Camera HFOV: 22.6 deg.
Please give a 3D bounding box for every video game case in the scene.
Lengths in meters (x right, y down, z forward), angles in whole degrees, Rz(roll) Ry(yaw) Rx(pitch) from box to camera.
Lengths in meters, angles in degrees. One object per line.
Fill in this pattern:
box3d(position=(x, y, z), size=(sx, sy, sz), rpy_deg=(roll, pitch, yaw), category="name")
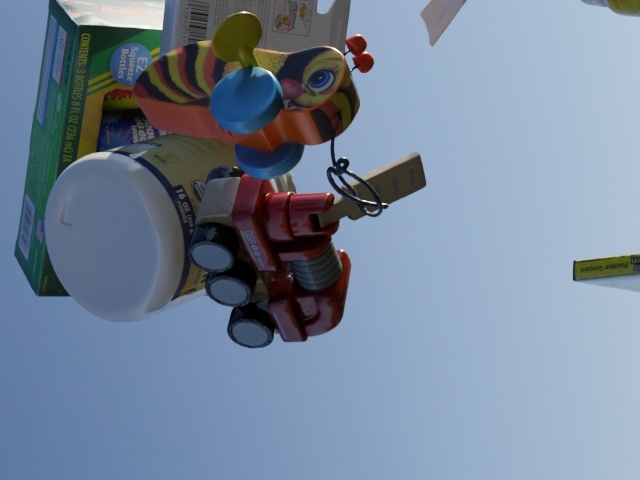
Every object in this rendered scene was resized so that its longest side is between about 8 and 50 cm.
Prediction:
box3d(position=(0.549, 0.051, 2.318), size=(0.274, 0.248, 0.035), rpy_deg=(10, -101, -36), category="video game case")

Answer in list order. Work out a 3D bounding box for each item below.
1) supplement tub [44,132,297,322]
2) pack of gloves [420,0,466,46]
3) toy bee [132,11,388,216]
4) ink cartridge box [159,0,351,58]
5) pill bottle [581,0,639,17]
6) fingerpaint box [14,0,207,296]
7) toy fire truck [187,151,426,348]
box3d(position=(-0.197, -0.032, 2.192), size=(0.316, 0.228, 0.228), rpy_deg=(-22, -62, -53), category="supplement tub")
box3d(position=(0.207, -0.457, 2.545), size=(0.232, 0.046, 0.195), rpy_deg=(-50, 35, 36), category="pack of gloves")
box3d(position=(-0.027, -0.135, 1.565), size=(0.162, 0.298, 0.195), rpy_deg=(-53, -13, -21), category="toy bee")
box3d(position=(-0.084, -0.377, 2.273), size=(0.066, 0.261, 0.296), rpy_deg=(-168, 84, -66), category="ink cartridge box")
box3d(position=(0.449, -0.356, 2.145), size=(0.119, 0.208, 0.119), rpy_deg=(-14, -70, -42), category="pill bottle")
box3d(position=(-0.252, -0.138, 2.482), size=(0.371, 0.163, 0.445), rpy_deg=(1, -65, -27), category="fingerpaint box")
box3d(position=(0.000, 0.000, 1.844), size=(0.217, 0.246, 0.158), rpy_deg=(68, -154, -44), category="toy fire truck")
